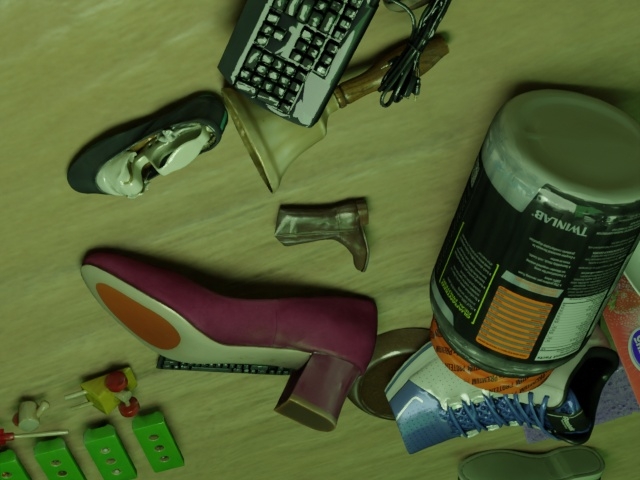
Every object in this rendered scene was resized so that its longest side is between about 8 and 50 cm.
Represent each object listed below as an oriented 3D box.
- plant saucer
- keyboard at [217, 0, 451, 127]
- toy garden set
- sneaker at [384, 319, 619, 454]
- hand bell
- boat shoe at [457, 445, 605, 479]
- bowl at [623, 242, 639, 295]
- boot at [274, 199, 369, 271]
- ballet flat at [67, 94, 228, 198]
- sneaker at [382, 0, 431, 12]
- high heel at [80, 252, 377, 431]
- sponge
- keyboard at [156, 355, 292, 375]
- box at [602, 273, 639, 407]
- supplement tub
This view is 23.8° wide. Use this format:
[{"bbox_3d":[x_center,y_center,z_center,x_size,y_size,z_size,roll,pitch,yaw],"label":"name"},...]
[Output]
[{"bbox_3d":[0.113,0.187,2.030,0.168,0.029,0.168,-5,131,-5],"label":"plant saucer"},{"bbox_3d":[0.044,-0.249,1.502,0.201,0.033,0.317,23,116,-11],"label":"keyboard"},{"bbox_3d":[-0.323,0.253,1.993,0.244,0.049,0.204,-14,138,2],"label":"toy garden set"},{"bbox_3d":[0.247,0.191,1.933,0.315,0.182,0.127,-29,129,0],"label":"sneaker"},{"bbox_3d":[0.027,-0.161,1.636,0.242,0.126,0.126,-27,136,-4],"label":"hand bell"},{"bbox_3d":[0.303,0.352,2.216,0.227,0.081,0.069,-1,131,-16],"label":"boat shoe"},{"bbox_3d":[0.429,-0.010,1.867,0.142,0.053,0.142,-30,97,16],"label":"bowl"},{"bbox_3d":[0.000,0.000,1.817,0.114,0.037,0.106,-9,123,-9],"label":"boot"},{"bbox_3d":[-0.190,-0.091,1.656,0.203,0.074,0.074,-26,135,14],"label":"ballet flat"},{"bbox_3d":[0.153,-0.281,1.547,0.188,0.066,0.071,-33,134,20],"label":"sneaker"},{"bbox_3d":[-0.106,0.074,1.862,0.377,0.181,0.127,34,150,-18],"label":"high heel"},{"bbox_3d":[0.380,0.216,2.133,0.210,0.031,0.117,-17,137,5],"label":"sponge"},{"bbox_3d":[-0.113,0.138,1.942,0.180,0.023,0.108,4,133,-18],"label":"keyboard"},{"bbox_3d":[0.465,0.156,1.898,0.154,0.300,0.142,-27,136,16],"label":"box"},{"bbox_3d":[0.250,0.010,1.765,0.207,0.207,0.338,3,134,-16],"label":"supplement tub"}]
